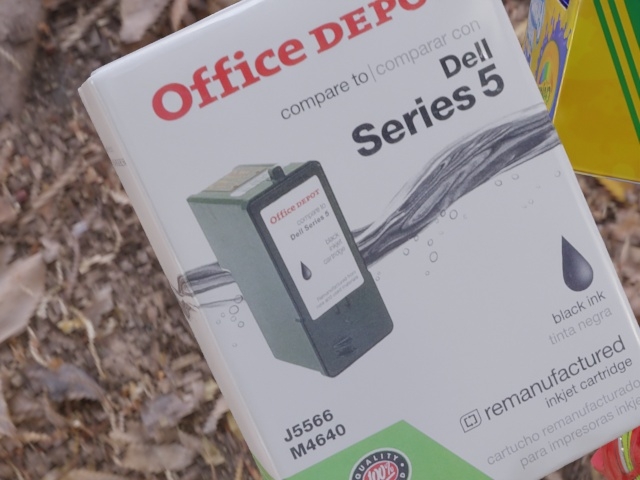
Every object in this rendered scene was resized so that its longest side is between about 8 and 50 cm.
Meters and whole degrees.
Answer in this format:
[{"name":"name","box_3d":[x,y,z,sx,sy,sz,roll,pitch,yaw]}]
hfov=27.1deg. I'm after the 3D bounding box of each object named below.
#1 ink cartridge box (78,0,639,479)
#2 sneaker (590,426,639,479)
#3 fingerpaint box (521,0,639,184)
[{"name":"ink cartridge box","box_3d":[0.024,0.000,0.674,0.198,0.115,0.273,-26,99,-8]},{"name":"sneaker","box_3d":[0.273,0.151,1.105,0.107,0.279,0.118,-37,61,-22]},{"name":"fingerpaint box","box_3d":[0.291,-0.285,1.173,0.163,0.371,0.445,10,21,3]}]
